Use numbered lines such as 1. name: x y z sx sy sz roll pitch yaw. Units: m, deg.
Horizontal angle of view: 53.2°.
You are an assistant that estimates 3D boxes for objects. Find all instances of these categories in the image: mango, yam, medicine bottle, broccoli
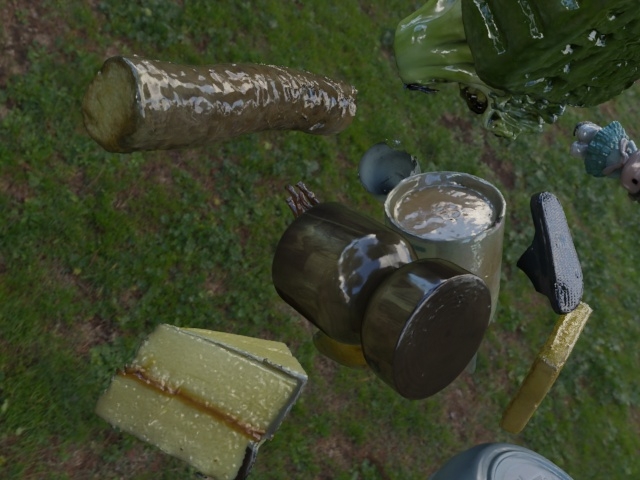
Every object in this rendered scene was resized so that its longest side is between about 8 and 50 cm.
1. mango: 0.099 0.294 1.825 0.176 0.329 0.175 44 59 -4
2. yam: -0.068 -0.128 0.609 0.357 0.081 0.081 -17 77 -58
3. medicine bottle: 0.257 0.082 1.347 0.236 0.236 0.406 -55 148 -43
4. broccoli: 0.266 -0.330 0.971 0.272 0.334 0.324 17 76 18

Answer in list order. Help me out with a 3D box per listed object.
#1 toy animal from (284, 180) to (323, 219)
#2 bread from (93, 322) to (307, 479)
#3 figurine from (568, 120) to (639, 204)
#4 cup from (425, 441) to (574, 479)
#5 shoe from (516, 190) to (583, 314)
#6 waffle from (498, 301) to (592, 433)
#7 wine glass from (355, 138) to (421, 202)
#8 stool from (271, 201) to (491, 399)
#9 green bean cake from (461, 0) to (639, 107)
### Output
1. toy animal: 0.000 0.000 1.329 0.066 0.224 0.229 -33 76 -15
2. bread: -0.295 0.367 1.495 0.405 0.345 0.242 18 13 -17
3. figurine: 0.584 -0.137 1.212 0.110 0.138 0.245 -7 34 -29
4. cup: 0.151 0.388 0.733 0.357 0.274 0.259 19 30 -27
5. shoe: 0.433 0.029 1.241 0.108 0.093 0.241 6 71 -41
6. waffle: 0.474 0.268 1.346 0.055 0.248 0.221 31 45 21
7. wine glass: 0.253 -0.186 2.075 0.357 0.190 0.190 36 39 -63
8. stool: 0.076 0.072 0.883 0.179 0.179 0.264 -1 23 -40
9. green bean cake: 0.276 -0.236 0.630 0.248 0.222 0.125 -1 67 -36
